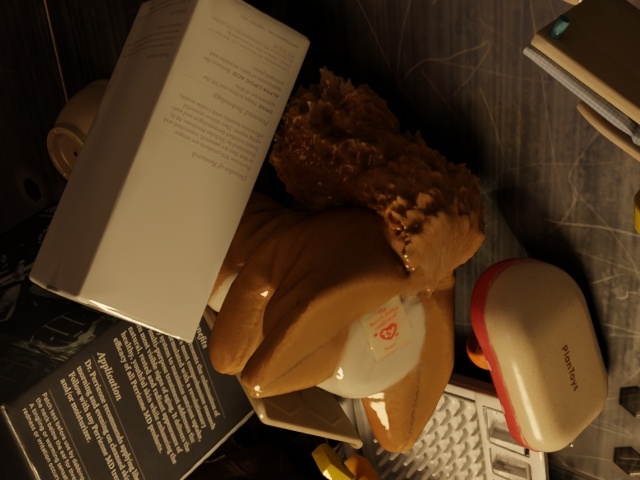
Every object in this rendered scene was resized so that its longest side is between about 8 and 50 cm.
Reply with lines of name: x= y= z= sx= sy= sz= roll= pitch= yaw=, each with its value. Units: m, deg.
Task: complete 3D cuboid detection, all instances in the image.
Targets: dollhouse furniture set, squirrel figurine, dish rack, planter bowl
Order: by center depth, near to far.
dollhouse furniture set: x=0.245 y=-0.136 z=0.944 sx=0.286 sy=0.303 sz=0.198 roll=39 pitch=137 yaw=13
squirrel figurine: x=0.000 y=0.000 z=1.322 sx=0.370 sy=0.281 sz=0.397 roll=39 pitch=104 yaw=50
dish rack: x=0.177 y=0.286 z=1.483 sx=0.333 sy=0.072 sz=0.285 roll=12 pitch=127 yaw=35
planter bowl: x=-0.339 y=-0.148 z=1.596 sx=0.162 sy=0.109 sz=0.162 roll=22 pitch=131 yaw=28

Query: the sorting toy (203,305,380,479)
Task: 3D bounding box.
sorting toy: x=-0.037 y=0.222 z=1.431 sx=0.041 sy=0.229 sz=0.307 roll=-47 pitch=48 yaw=14

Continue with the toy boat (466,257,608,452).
toy boat: x=0.237 y=0.130 z=1.269 sx=0.151 sy=0.151 sz=0.231 roll=6 pitch=123 yaw=51

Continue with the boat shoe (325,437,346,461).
boat shoe: x=0.035 y=0.305 z=1.627 sx=0.066 sy=0.063 sz=0.184 roll=-6 pitch=114 yaw=43

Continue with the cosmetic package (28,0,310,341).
cosmetic package: x=-0.184 y=-0.092 z=1.256 sx=0.156 sy=0.384 sz=0.217 roll=23 pitch=175 yaw=-28

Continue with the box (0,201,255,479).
box: x=-0.385 y=0.184 z=1.600 sx=0.480 sy=0.472 sz=0.297 roll=6 pitch=122 yaw=39

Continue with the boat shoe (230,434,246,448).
boat shoe: x=-0.159 y=0.374 z=1.834 sx=0.079 sy=0.081 sz=0.227 roll=-30 pitch=89 yaw=49

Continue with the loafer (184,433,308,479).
loafer: x=-0.183 y=0.382 z=1.684 sx=0.134 sy=0.366 sz=0.130 roll=-46 pitch=58 yaw=27
